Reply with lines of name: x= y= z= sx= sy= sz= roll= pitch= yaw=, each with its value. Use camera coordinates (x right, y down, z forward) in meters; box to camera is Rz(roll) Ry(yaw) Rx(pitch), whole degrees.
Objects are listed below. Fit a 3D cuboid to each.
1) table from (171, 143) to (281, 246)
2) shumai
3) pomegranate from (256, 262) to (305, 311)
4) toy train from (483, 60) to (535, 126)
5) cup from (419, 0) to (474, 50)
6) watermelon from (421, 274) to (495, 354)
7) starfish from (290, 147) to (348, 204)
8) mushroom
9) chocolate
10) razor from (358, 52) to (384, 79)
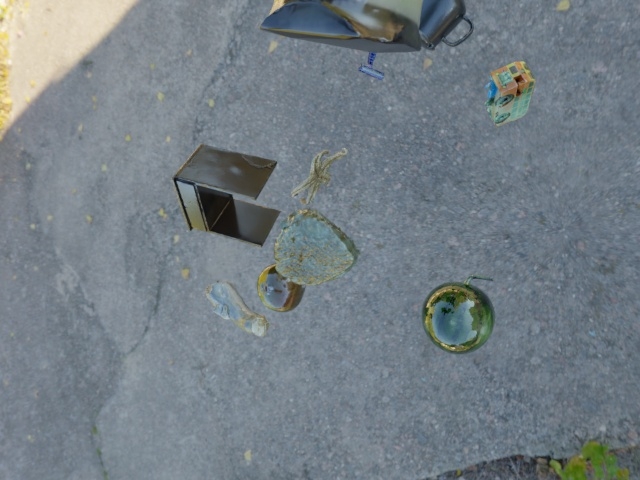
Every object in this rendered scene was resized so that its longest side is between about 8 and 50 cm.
table: x=-0.302 y=-0.147 z=1.356 sx=0.282 sy=0.196 sz=0.250 roll=15 pitch=141 yaw=10
shumai: x=0.000 y=-0.005 z=0.817 sx=0.184 sy=0.142 sz=0.184 roll=6 pitch=129 yaw=7
pomegranate: x=-0.122 y=0.161 z=1.428 sx=0.180 sy=0.210 sz=0.180 roll=4 pitch=96 yaw=37
toy train: x=0.478 y=-0.368 z=1.020 sx=0.099 sy=0.188 sz=0.072 roll=-25 pitch=69 yaw=12
cup: x=0.384 y=-0.716 z=1.307 sx=0.223 sy=0.169 sz=0.176 roll=45 pitch=112 yaw=9
watermelon: x=0.364 y=0.190 z=1.061 sx=0.188 sy=0.188 sz=0.214 roll=13 pitch=98 yaw=30
starfish: x=0.002 y=-0.186 z=1.154 sx=0.209 sy=0.150 sz=0.053 roll=-42 pitch=72 yaw=7
mushroom: x=-0.254 y=0.204 z=1.214 sx=0.278 sy=0.099 sz=0.096 roll=34 pitch=115 yaw=35
chocolate: x=0.058 y=-0.546 z=0.804 sx=0.314 sy=0.326 sz=0.297 roll=19 pitch=120 yaw=27
razor: x=0.195 y=-0.706 z=1.465 sx=0.056 sy=0.093 sz=0.324 roll=128 pitch=156 yaw=-60
